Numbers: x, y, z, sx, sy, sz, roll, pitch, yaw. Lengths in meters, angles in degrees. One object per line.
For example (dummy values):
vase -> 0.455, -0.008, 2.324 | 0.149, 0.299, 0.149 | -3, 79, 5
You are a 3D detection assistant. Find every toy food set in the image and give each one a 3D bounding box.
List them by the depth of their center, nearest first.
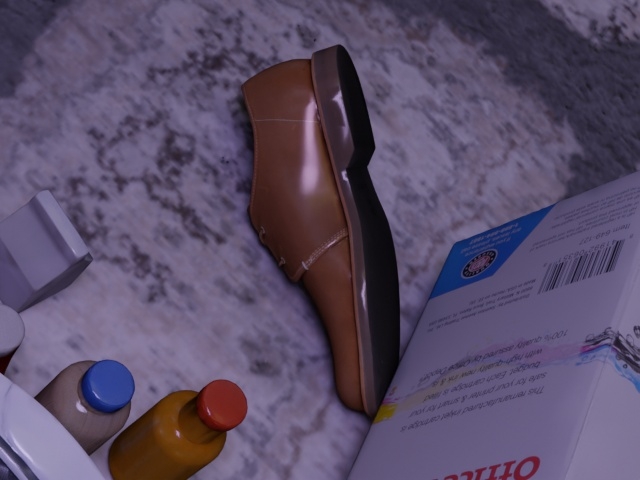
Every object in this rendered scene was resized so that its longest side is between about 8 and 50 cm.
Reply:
toy food set -> -0.143, 0.028, 0.792 | 0.111, 0.104, 0.232 | -29, 83, -39

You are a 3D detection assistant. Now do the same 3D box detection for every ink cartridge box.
ink cartridge box -> 0.143, 0.112, 0.871 | 0.168, 0.171, 0.232 | 45, 49, -21

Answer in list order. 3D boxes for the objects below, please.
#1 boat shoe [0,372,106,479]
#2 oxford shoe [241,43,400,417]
boat shoe -> -0.218, 0.080, 0.719 | 0.301, 0.108, 0.102 | 41, 51, -4
oxford shoe -> 0.000, 0.000, 0.931 | 0.076, 0.076, 0.212 | 19, 59, -74
